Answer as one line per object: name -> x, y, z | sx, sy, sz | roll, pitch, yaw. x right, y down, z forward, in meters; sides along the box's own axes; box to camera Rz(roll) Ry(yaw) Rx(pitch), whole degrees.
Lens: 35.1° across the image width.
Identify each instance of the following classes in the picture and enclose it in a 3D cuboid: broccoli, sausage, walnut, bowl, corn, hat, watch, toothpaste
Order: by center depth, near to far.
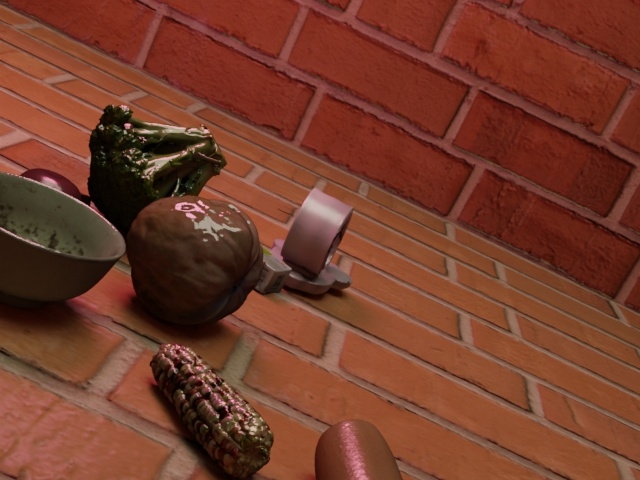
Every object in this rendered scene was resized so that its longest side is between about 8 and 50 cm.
sausage -> 0.056, 0.348, 1.412 | 0.123, 0.123, 0.253 | 22, 14, -15
corn -> -0.164, 0.244, 1.481 | 0.092, 0.092, 0.280 | 12, 16, -42
bowl -> -0.473, 0.016, 1.619 | 0.289, 0.146, 0.289 | 26, 14, -7
walnut -> -0.229, 0.030, 1.817 | 0.248, 0.248, 0.248 | 24, 15, -7
hat -> -0.534, -0.088, 1.984 | 0.205, 0.089, 0.205 | 25, 14, -7
broccoli -> -0.335, -0.131, 2.075 | 0.321, 0.283, 0.303 | 67, -3, -57
toothpaste -> -0.219, -0.001, 2.227 | 0.336, 0.067, 0.081 | 35, 16, 22
watch -> 0.000, 0.000, 2.317 | 0.211, 0.217, 0.248 | 28, 15, 6
